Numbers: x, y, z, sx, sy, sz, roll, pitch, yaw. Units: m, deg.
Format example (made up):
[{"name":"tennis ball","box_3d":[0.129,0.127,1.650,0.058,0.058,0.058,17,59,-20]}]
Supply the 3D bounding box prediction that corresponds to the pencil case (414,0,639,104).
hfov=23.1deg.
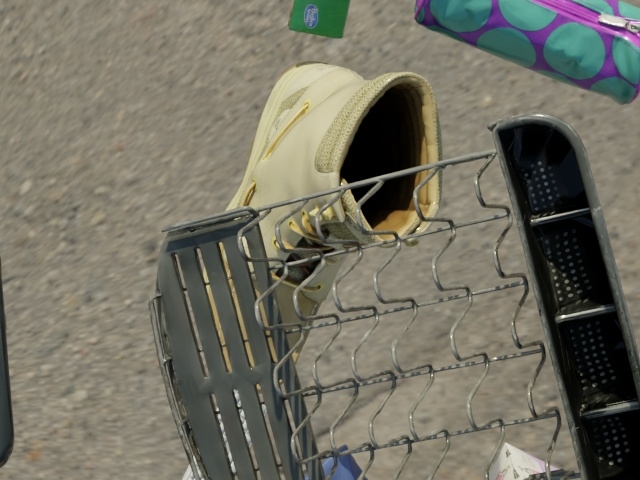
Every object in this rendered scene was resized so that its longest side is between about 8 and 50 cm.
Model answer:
[{"name":"pencil case","box_3d":[0.135,-0.140,0.977,0.151,0.070,0.064,21,67,0]}]

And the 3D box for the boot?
[{"name":"boot","box_3d":[0.000,0.000,1.128,0.095,0.203,0.262,18,91,-22]}]

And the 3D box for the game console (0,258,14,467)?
[{"name":"game console","box_3d":[-0.372,0.039,1.103,0.293,0.173,0.250,-5,69,-11]}]

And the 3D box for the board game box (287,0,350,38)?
[{"name":"board game box","box_3d":[0.024,-0.328,1.246,0.046,0.213,0.317,11,35,-3]}]

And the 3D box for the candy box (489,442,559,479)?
[{"name":"candy box","box_3d":[0.180,0.322,1.589,0.070,0.165,0.196,26,97,0]}]

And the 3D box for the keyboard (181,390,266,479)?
[{"name":"keyboard","box_3d":[-0.140,0.302,1.997,0.072,0.014,0.256,43,57,-28]}]

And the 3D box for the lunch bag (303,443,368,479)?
[{"name":"lunch bag","box_3d":[0.000,0.215,1.232,0.065,0.067,0.098,54,38,3]}]

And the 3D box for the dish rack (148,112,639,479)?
[{"name":"dish rack","box_3d":[0.034,0.059,0.828,0.271,0.074,0.208,-13,93,20]}]
